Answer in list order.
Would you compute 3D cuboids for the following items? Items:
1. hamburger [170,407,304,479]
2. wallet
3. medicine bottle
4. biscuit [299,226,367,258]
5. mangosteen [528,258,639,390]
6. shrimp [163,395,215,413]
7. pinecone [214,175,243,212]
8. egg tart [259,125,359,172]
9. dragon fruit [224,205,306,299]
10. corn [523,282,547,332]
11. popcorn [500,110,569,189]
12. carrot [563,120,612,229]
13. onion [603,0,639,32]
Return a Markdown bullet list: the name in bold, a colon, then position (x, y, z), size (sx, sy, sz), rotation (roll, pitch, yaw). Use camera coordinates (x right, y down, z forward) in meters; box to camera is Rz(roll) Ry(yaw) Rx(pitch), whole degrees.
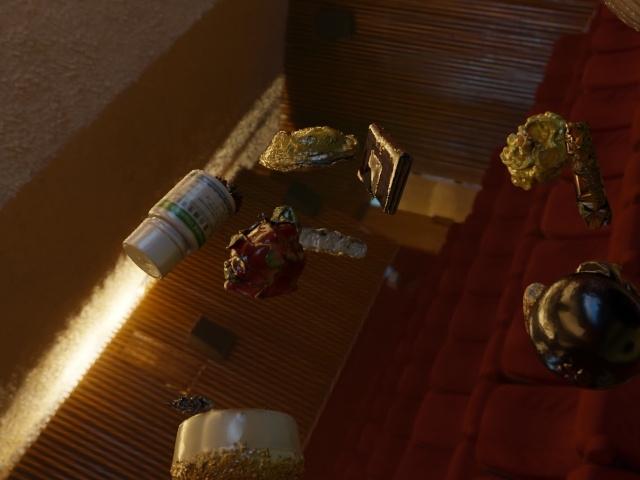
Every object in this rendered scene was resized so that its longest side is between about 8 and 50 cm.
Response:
- **hamburger**: position (-0.167, 0.454, 1.500), size (0.294, 0.276, 0.179), rotation (65, -163, -64)
- **wallet**: position (0.121, -0.145, 1.423), size (0.230, 0.042, 0.124), rotation (-119, 42, -63)
- **medicine bottle**: position (-0.309, -0.035, 1.588), size (0.237, 0.139, 0.139), rotation (-47, -31, -27)
- **biscuit**: position (0.000, 0.000, 2.414), size (0.179, 0.281, 0.084), rotation (-168, 89, -71)
- **mangosteen**: position (0.599, 0.171, 1.587), size (0.302, 0.275, 0.275), rotation (-56, -26, -26)
- **shrimp**: position (-0.392, 0.490, 2.163), size (0.165, 0.065, 0.056), rotation (2, -85, -43)
- **pinecone**: position (-0.300, -0.124, 2.130), size (0.120, 0.140, 0.140), rotation (66, -174, 22)
- **egg tart**: position (-0.033, -0.254, 1.950), size (0.291, 0.291, 0.106), rotation (-39, -55, -61)
- **dragon fruit**: position (-0.137, 0.021, 1.746), size (0.198, 0.200, 0.269), rotation (-47, 38, 48)
- **corn**: position (0.650, 0.219, 2.167), size (0.086, 0.086, 0.253), rotation (-65, -29, -30)
- **popcorn**: position (0.642, -0.268, 2.149), size (0.235, 0.181, 0.217), rotation (-48, -20, 11)
- **carrot**: position (0.549, -0.137, 1.494), size (0.069, 0.069, 0.228), rotation (-27, -76, -66)
- **onion**: position (0.710, -0.543, 1.375), size (0.260, 0.282, 0.337), rotation (-44, 20, -7)
